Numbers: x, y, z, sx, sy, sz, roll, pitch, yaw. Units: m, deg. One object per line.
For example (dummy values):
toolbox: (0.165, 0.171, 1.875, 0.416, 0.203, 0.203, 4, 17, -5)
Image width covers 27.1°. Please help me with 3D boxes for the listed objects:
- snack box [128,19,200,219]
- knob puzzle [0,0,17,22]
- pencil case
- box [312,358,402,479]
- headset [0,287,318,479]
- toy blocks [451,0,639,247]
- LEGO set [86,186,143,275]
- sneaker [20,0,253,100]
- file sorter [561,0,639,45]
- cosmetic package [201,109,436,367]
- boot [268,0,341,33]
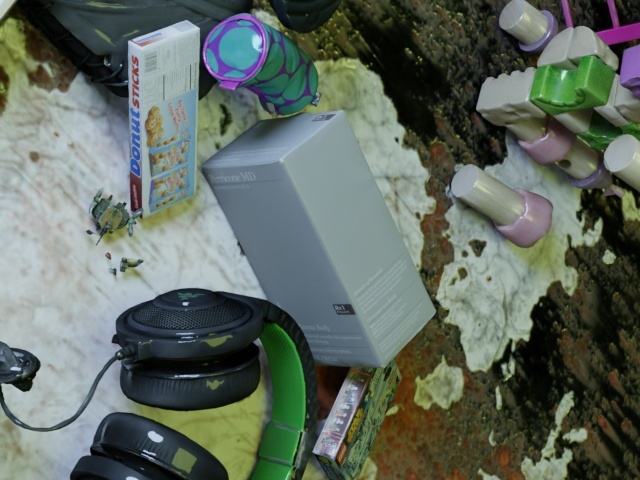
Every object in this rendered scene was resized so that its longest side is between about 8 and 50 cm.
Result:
snack box: (-0.138, -0.104, 1.171, 0.064, 0.022, 0.178, -28, 139, -36)
knob puzzle: (-0.295, -0.246, 1.006, 0.213, 0.030, 0.213, 5, 70, -15)
pencil case: (-0.051, -0.156, 1.207, 0.151, 0.064, 0.070, 20, 85, -70)
box: (0.039, 0.176, 1.355, 0.137, 0.027, 0.094, -64, 156, -23)
headset: (-0.154, 0.147, 1.166, 0.394, 0.185, 0.243, 28, 74, -54)
toy blocks: (0.357, -0.137, 1.503, 0.260, 0.288, 0.309, 28, 68, -33)
LEGO set: (-0.187, -0.011, 1.189, 0.054, 0.023, 0.083, -5, 109, -26)
sneaker: (-0.188, -0.195, 1.140, 0.286, 0.109, 0.130, 12, 95, -36)
file sorter: (0.446, -0.349, 1.583, 0.202, 0.290, 0.182, -20, 99, -40)
cosmetic package: (0.000, 0.000, 1.284, 0.107, 0.127, 0.238, -44, 115, -34)
boot: (-0.077, -0.322, 1.178, 0.094, 0.207, 0.246, -33, 130, -34)
